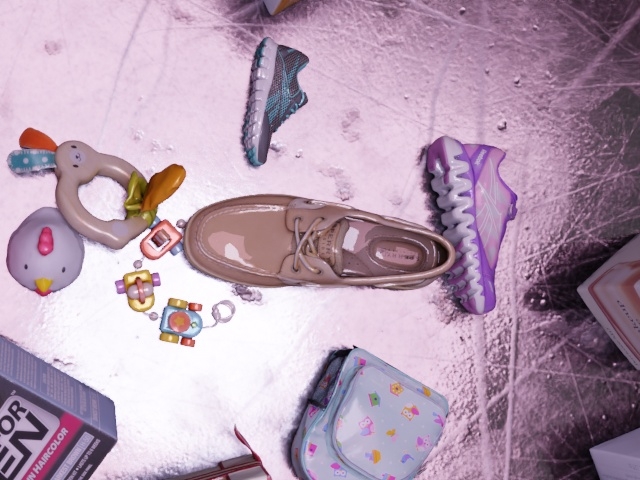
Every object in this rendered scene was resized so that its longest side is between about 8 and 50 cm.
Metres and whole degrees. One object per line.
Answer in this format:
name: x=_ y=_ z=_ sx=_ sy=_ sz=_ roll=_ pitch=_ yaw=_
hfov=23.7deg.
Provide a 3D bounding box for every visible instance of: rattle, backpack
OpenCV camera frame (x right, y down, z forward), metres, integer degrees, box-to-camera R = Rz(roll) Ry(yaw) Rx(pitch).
rattle: x=-0.279 y=-0.094 z=1.867 sx=0.199 sy=0.143 sz=0.130 roll=46 pitch=66 yaw=2
backpack: x=0.057 y=0.246 z=1.910 sx=0.166 sy=0.144 sz=0.188 roll=32 pitch=85 yaw=-12

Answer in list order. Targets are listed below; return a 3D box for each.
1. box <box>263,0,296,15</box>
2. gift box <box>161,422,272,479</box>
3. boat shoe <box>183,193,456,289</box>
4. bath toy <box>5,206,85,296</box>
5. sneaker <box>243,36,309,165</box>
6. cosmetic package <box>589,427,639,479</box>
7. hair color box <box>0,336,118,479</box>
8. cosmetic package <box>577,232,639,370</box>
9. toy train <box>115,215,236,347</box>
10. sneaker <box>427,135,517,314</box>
box: x=0.017 y=-0.422 z=1.838 sx=0.215 sy=0.345 sz=0.168 roll=-28 pitch=91 yaw=-10
gift box: x=-0.137 y=0.377 z=1.812 sx=0.258 sy=0.255 sz=0.276 roll=-12 pitch=95 yaw=-8
boat shoe: x=0.000 y=0.000 z=1.924 sx=0.341 sy=0.110 sz=0.121 roll=3 pitch=85 yaw=-12
bath toy: x=-0.459 y=0.023 z=1.841 sx=0.348 sy=0.129 sz=0.151 roll=-1 pitch=87 yaw=-10
sneaker: x=-0.053 y=-0.175 z=1.957 sx=0.076 sy=0.065 sz=0.166 roll=10 pitch=87 yaw=-13
cosmetic package: x=0.471 y=0.351 z=1.931 sx=0.138 sy=0.224 sz=0.224 roll=-21 pitch=90 yaw=-11
hair color box: x=-0.443 y=0.191 z=1.777 sx=0.374 sy=0.113 sz=0.185 roll=33 pitch=101 yaw=-19
cosmetic package: x=0.453 y=0.075 z=1.909 sx=0.129 sy=0.296 sz=0.153 roll=-39 pitch=92 yaw=-9
toy train: x=-0.186 y=0.054 z=1.926 sx=0.125 sy=0.046 sz=0.166 roll=-38 pitch=93 yaw=-9
sneaker: x=0.211 y=-0.023 z=1.980 sx=0.104 sy=0.095 sz=0.236 roll=-7 pitch=87 yaw=-18
